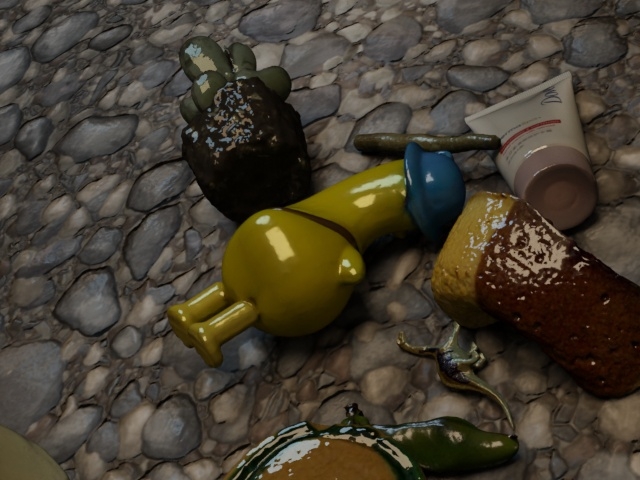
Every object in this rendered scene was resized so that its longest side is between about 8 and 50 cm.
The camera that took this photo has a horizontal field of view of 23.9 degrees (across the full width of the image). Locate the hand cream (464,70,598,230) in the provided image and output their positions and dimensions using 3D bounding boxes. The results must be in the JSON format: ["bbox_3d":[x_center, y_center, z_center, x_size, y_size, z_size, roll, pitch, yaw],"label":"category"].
[{"bbox_3d":[0.242,-0.109,1.658,0.133,0.083,0.248,-23,31,7],"label":"hand cream"}]

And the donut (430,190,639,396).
[{"bbox_3d":[0.205,0.046,1.461,0.295,0.151,0.112,24,72,42],"label":"donut"}]

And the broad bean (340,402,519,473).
[{"bbox_3d":[0.092,0.193,1.441,0.195,0.046,0.061,7,54,36],"label":"broad bean"}]

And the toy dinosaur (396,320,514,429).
[{"bbox_3d":[0.143,0.121,1.497,0.058,0.037,0.180,-57,36,2],"label":"toy dinosaur"}]

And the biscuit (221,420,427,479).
[{"bbox_3d":[0.003,0.314,1.317,0.287,0.057,0.344,11,57,24],"label":"biscuit"}]

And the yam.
[{"bbox_3d":[0.119,-0.108,1.722,0.234,0.027,0.029,5,47,51],"label":"yam"}]

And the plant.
[{"bbox_3d":[-0.100,-0.151,1.827,0.149,0.146,0.274,-26,40,6],"label":"plant"}]

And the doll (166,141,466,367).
[{"bbox_3d":[0.000,0.000,1.624,0.363,0.145,0.199,-34,35,-17],"label":"doll"}]

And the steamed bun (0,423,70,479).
[{"bbox_3d":[-0.453,0.290,1.485,0.352,0.247,0.339,10,54,30],"label":"steamed bun"}]
